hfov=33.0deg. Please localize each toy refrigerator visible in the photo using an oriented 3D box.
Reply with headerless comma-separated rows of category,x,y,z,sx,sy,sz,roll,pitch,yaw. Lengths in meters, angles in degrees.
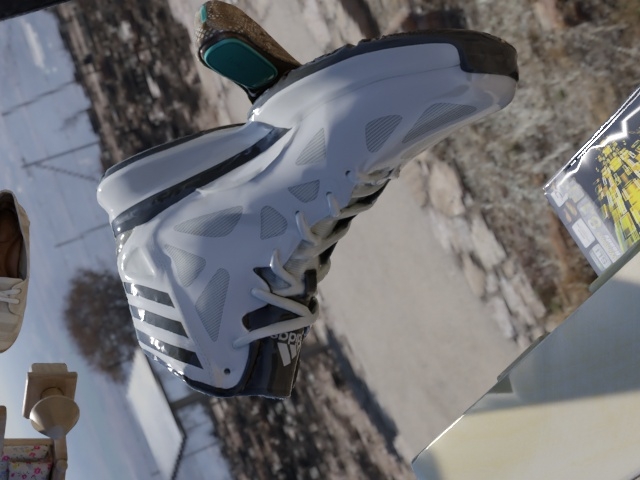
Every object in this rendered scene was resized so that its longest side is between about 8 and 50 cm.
toy refrigerator,0.163,0.084,0.603,0.094,0.102,0.269,57,142,19

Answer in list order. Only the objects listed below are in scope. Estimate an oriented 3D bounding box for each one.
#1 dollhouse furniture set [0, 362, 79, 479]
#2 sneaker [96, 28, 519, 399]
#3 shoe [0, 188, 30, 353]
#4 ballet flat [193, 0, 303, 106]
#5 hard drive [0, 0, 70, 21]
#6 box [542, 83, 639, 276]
dollhouse furniture set,-0.367,0.238,0.924,0.174,0.303,0.355,-122,41,-55
sneaker,0.000,0.000,0.964,0.448,0.169,0.257,-22,75,32
shoe,-0.402,0.035,1.348,0.058,0.077,0.219,126,145,-53
ballet flat,-0.052,-0.167,1.028,0.206,0.073,0.067,38,-150,-58
hard drive,-0.315,-0.275,0.967,0.339,0.237,0.064,46,151,50
box,0.436,0.017,1.133,0.394,0.097,0.318,60,155,14
